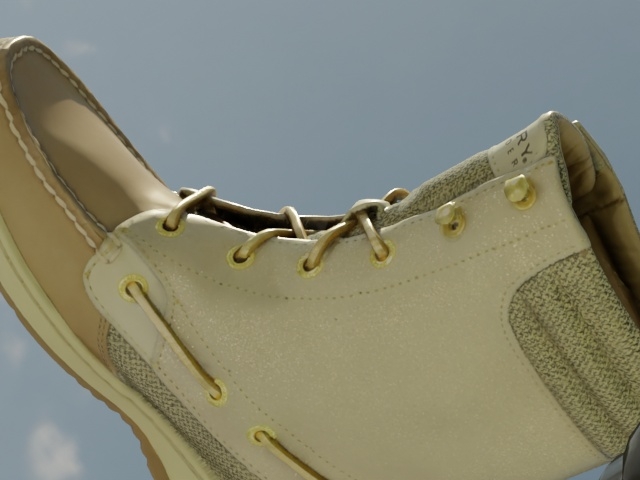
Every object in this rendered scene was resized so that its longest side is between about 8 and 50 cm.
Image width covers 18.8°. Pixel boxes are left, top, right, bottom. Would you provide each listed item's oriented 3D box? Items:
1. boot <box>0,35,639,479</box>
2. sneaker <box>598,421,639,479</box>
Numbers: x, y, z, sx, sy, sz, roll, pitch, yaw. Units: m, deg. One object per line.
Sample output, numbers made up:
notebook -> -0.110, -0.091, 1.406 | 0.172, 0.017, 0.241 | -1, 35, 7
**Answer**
boot -> 0.000, 0.000, 0.568 | 0.165, 0.077, 0.213 | -32, -84, 26
sneaker -> 0.214, 0.024, 0.298 | 0.147, 0.385, 0.145 | 59, 3, -28
